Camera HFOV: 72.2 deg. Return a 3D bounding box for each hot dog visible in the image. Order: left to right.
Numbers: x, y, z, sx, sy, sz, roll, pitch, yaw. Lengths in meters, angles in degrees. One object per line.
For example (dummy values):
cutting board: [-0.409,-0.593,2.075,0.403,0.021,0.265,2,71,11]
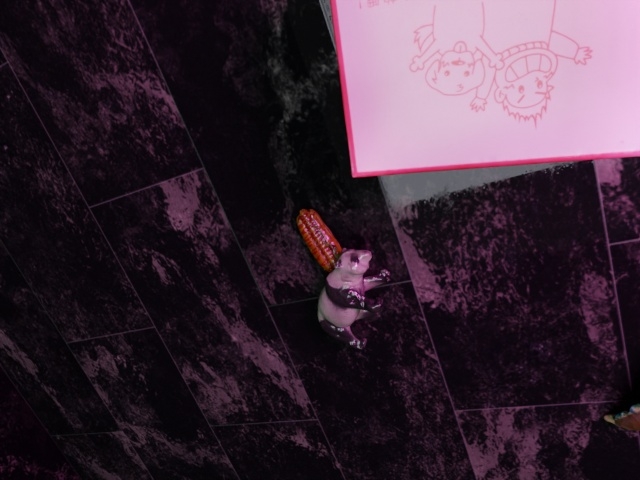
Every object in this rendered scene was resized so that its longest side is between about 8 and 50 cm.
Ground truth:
hot dog: [-0.001,0.000,0.856,0.062,0.038,0.144,-24,105,27]

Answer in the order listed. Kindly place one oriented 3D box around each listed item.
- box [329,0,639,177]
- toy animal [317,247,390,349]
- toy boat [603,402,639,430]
box: [0.189,-0.265,0.522,0.315,0.300,0.312,-2,113,18]
toy animal: [0.060,0.107,0.844,0.121,0.093,0.225,20,137,8]
toy boat: [0.613,0.254,0.753,0.109,0.099,0.292,12,120,-17]
